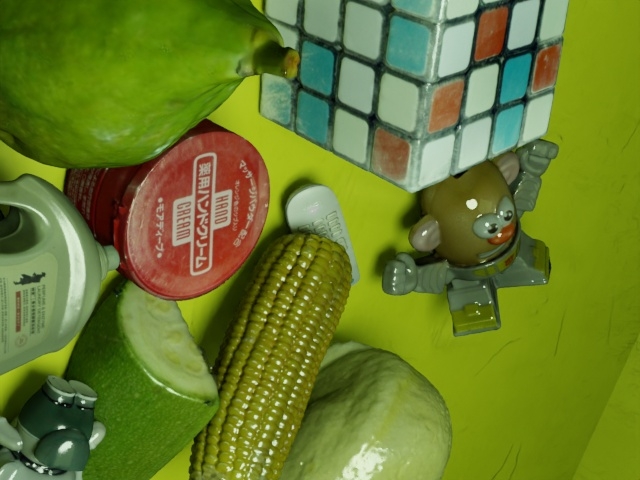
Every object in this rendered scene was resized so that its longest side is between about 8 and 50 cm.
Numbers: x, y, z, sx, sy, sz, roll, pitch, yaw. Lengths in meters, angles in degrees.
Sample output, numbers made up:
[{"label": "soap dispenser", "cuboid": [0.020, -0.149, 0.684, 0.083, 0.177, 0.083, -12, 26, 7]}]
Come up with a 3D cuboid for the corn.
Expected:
[{"label": "corn", "cuboid": [-0.061, 0.150, 1.104, 0.131, 0.131, 0.345, 56, 46, -49]}]

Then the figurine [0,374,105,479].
[{"label": "figurine", "cuboid": [-0.303, 0.238, 0.969, 0.147, 0.126, 0.192, 19, 95, -50]}]

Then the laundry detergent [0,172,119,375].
[{"label": "laundry detergent", "cuboid": [-0.283, 0.034, 0.784, 0.253, 0.091, 0.181, -16, 117, -47]}]

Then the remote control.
[{"label": "remote control", "cuboid": [0.000, 0.000, 1.238, 0.073, 0.044, 0.229, -27, 142, -6]}]

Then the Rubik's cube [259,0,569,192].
[{"label": "Rubik's cube", "cuboid": [0.105, -0.239, 1.033, 0.253, 0.259, 0.256, -25, 130, -40]}]

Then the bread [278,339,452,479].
[{"label": "bread", "cuboid": [0.037, 0.307, 1.264, 0.237, 0.320, 0.320, 41, 79, -23]}]

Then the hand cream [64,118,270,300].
[{"label": "hand cream", "cuboid": [-0.159, -0.044, 0.959, 0.193, 0.125, 0.193, -29, 133, -35]}]

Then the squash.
[{"label": "squash", "cuboid": [-0.256, 0.185, 1.071, 0.111, 0.203, 0.288, -7, 153, -47]}]

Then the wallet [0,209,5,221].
[{"label": "wallet", "cuboid": [-0.380, 0.033, 0.801, 0.237, 0.075, 0.342, -43, 139, -27]}]

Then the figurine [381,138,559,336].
[{"label": "figurine", "cuboid": [0.237, -0.013, 1.398, 0.343, 0.167, 0.285, -55, 139, -31]}]

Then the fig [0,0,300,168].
[{"label": "fig", "cuboid": [-0.145, -0.155, 0.780, 0.233, 0.314, 0.233, 15, 90, -78]}]
